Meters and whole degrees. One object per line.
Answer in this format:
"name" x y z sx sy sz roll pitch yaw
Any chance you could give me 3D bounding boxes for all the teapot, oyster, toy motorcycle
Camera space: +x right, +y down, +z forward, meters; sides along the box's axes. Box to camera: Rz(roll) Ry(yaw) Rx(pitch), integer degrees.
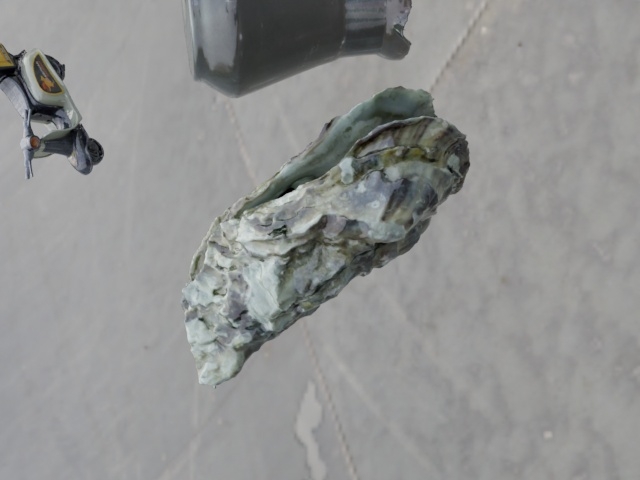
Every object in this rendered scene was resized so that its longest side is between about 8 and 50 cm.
"teapot" -0.044 -0.414 1.786 0.306 0.361 0.376 94 167 -44
"oyster" -0.006 0.002 1.045 0.351 0.162 0.158 -45 27 11
"toy motorcycle" -0.477 -0.217 1.881 0.091 0.157 0.263 -41 77 38
